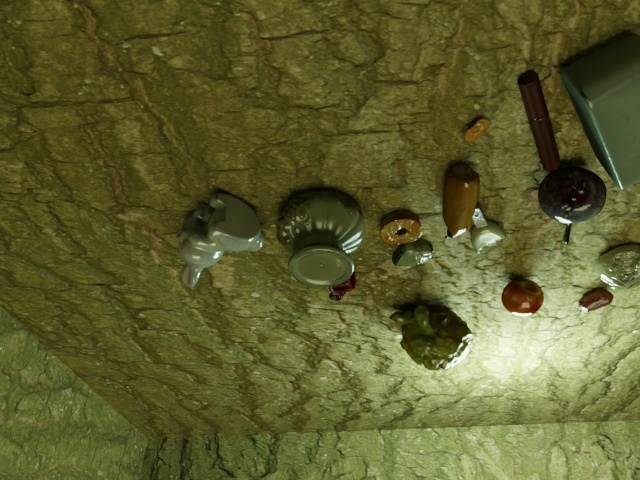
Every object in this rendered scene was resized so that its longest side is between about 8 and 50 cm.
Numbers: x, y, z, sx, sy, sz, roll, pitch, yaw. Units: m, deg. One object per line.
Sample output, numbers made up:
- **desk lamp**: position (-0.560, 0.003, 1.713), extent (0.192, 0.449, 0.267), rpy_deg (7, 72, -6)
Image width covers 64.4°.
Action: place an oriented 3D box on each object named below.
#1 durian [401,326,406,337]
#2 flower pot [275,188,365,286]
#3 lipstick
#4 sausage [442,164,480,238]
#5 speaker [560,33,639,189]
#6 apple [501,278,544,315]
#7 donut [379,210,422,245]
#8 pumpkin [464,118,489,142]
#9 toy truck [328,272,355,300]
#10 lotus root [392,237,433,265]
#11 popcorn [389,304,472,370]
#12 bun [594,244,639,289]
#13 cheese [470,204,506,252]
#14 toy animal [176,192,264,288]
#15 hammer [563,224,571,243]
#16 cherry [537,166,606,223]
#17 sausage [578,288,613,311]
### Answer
- **durian**: position (0.411, 0.434, 2.371), extent (0.066, 0.052, 0.130), rpy_deg (-22, 135, 20)
- **flower pot**: position (0.000, 0.000, 1.699), extent (0.308, 0.244, 0.307), rpy_deg (-1, 139, 0)
- **lipstick**: position (0.629, -0.327, 1.448), extent (0.057, 0.057, 0.356), rpy_deg (-20, 138, 22)
- **sausage**: position (0.453, -0.107, 1.671), extent (0.112, 0.112, 0.328), rpy_deg (-3, 141, 3)
- **speaker**: position (0.809, -0.334, 1.350), extent (0.184, 0.183, 0.406), rpy_deg (-29, 132, 23)
- **apple**: position (0.812, 0.232, 2.047), extent (0.164, 0.163, 0.139), rpy_deg (8, 128, -9)
- **donut**: position (0.280, -0.046, 1.786), extent (0.152, 0.058, 0.151), rpy_deg (-1, 141, -1)
- **pumpkin**: position (0.451, -0.324, 1.474), extent (0.083, 0.028, 0.050), rpy_deg (-38, 126, 26)
- **toy truck**: position (0.066, 0.127, 1.956), extent (0.114, 0.107, 0.252), rpy_deg (-10, 139, 13)
- **lotus root**: position (0.351, 0.051, 1.894), extent (0.144, 0.070, 0.143), rpy_deg (3, 141, -4)
- **popcorn**: position (0.484, 0.418, 2.190), extent (0.336, 0.278, 0.274), rpy_deg (-2, 161, -17)
- **bun**: position (1.172, 0.114, 1.935), extent (0.237, 0.116, 0.210), rpy_deg (17, 137, -21)
- **cheese**: position (0.572, -0.044, 1.795), extent (0.127, 0.049, 0.235), rpy_deg (-19, 136, 25)
- **toy animal**: position (-0.370, 0.014, 1.756), extent (0.368, 0.196, 0.241), rpy_deg (-31, 133, 29)
- **hammer**: position (0.886, -0.043, 1.823), extent (0.065, 0.021, 0.178), rpy_deg (-10, 142, 12)
- **cherry**: position (0.781, -0.137, 1.590), extent (0.195, 0.195, 0.195), rpy_deg (0, 140, 0)
- **sausage**: position (1.156, 0.254, 2.139), extent (0.076, 0.076, 0.141), rpy_deg (29, 131, -30)
